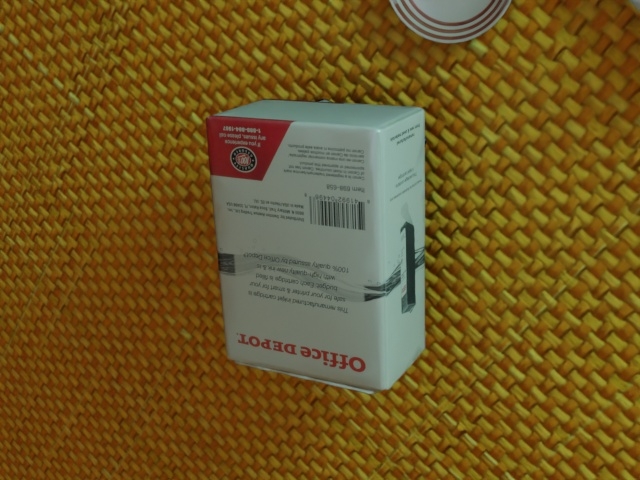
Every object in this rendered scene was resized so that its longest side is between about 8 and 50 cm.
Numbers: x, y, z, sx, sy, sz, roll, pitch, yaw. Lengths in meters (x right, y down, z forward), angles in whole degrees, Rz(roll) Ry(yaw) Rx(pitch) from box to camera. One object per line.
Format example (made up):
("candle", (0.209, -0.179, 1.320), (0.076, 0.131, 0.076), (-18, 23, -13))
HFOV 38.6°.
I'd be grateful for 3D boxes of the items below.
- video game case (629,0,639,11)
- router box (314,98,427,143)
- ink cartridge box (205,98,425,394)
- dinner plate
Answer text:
("video game case", (0.275, -0.344, 0.769), (0.285, 0.025, 0.204), (50, 125, 7))
("router box", (0.029, -0.050, 1.015), (0.133, 0.046, 0.178), (26, 119, 22))
("ink cartridge box", (0.000, 0.000, 0.951), (0.197, 0.114, 0.272), (8, 111, 28))
("dinner plate", (0.127, -0.265, 0.895), (0.141, 0.017, 0.141), (12, 113, 29))
